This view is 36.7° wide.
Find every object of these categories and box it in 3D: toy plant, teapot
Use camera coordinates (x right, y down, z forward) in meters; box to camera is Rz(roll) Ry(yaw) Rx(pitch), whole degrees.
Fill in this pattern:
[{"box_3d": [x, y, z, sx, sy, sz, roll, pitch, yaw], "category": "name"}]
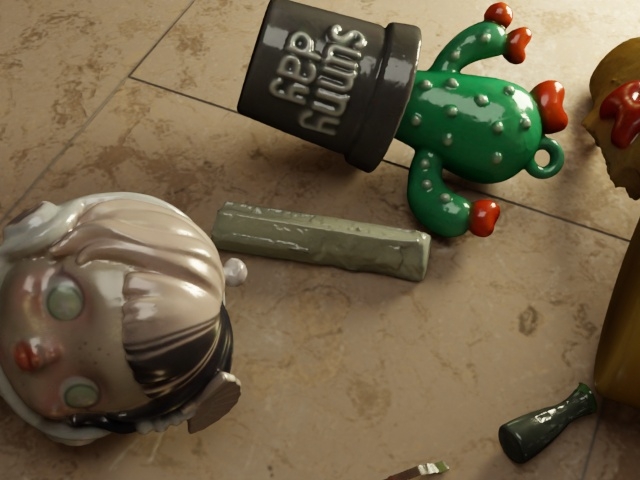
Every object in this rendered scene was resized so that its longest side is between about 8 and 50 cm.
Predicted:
[{"box_3d": [0.106, -0.156, 1.169, 0.400, 0.185, 0.279, 16, 57, -7], "category": "toy plant"}, {"box_3d": [0.235, 0.183, 0.980, 0.110, 0.043, 0.043, -25, 56, -23], "category": "teapot"}]

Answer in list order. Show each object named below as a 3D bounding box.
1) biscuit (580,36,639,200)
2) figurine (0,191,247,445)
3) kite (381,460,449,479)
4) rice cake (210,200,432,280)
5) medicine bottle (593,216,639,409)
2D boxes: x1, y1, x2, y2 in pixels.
[{"box_3d": [0.484, -0.214, 1.115, 0.394, 0.076, 0.368, -36, 28, 24], "category": "biscuit"}, {"box_3d": [-0.260, 0.064, 0.941, 0.361, 0.253, 0.211, -4, 34, 5], "category": "figurine"}, {"box_3d": [0.000, 0.291, 0.902, 0.310, 0.015, 0.169, -23, 54, -18], "category": "kite"}, {"box_3d": [0.000, 0.000, 1.117, 0.256, 0.052, 0.057, 9, 80, 6], "category": "rice cake"}, {"box_3d": [0.414, 0.075, 0.945, 0.232, 0.238, 0.238, 18, 53, 12], "category": "medicine bottle"}]
